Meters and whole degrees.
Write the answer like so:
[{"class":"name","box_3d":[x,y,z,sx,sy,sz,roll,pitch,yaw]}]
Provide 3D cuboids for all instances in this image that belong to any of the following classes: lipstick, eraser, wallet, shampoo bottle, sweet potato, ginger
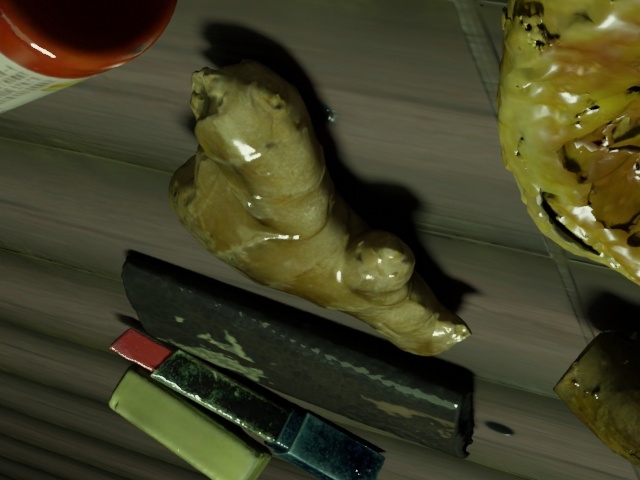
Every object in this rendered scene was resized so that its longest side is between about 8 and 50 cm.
[{"class":"lipstick","box_3d":[-0.077,0.171,1.372,0.312,0.051,0.051,32,163,-14]},{"class":"eraser","box_3d":[-0.139,0.202,1.426,0.172,0.058,0.117,34,176,7]},{"class":"wallet","box_3d":[-0.020,0.108,1.160,0.321,0.044,0.170,19,161,15]},{"class":"shampoo bottle","box_3d":[-0.184,-0.118,0.703,0.104,0.104,0.278,36,157,-28]},{"class":"sweet potato","box_3d":[0.286,0.121,0.828,0.286,0.085,0.112,15,-166,-6]},{"class":"ginger","box_3d":[0.000,0.000,0.838,0.148,0.081,0.333,-13,142,34]}]

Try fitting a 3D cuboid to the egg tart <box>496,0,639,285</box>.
[{"class":"egg tart","box_3d":[0.197,-0.042,0.461,0.290,0.115,0.290,23,159,9]}]
